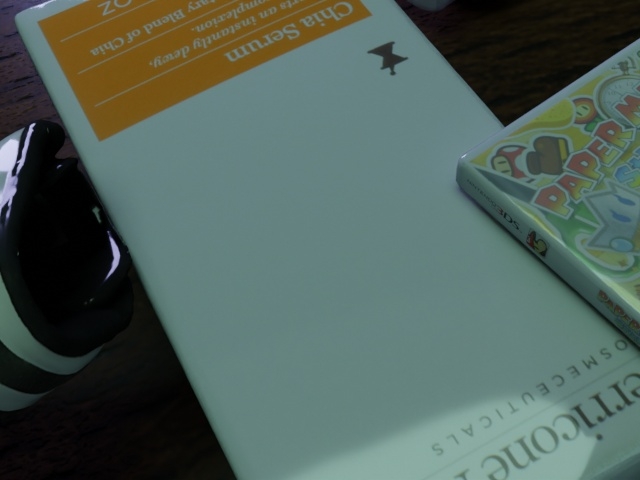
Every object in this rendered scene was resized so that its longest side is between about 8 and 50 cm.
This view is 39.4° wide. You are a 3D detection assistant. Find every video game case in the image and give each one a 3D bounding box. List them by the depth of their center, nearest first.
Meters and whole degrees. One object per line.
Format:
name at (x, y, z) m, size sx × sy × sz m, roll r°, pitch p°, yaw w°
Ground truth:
video game case at (0.222, -0.030, 0.458) m, size 0.227 × 0.026 × 0.206 m, roll -34°, pitch 60°, yaw -18°

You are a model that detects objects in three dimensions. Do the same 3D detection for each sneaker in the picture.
sneaker at (-0.243, 0.055, 0.494) m, size 0.257 × 0.169 × 0.447 m, roll -28°, pitch 16°, yaw -27°

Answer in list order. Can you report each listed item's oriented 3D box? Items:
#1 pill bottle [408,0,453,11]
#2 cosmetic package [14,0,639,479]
pill bottle at (0.153, -0.286, 0.756) m, size 0.215 × 0.117 × 0.117 m, roll -40°, pitch 61°, yaw -18°
cosmetic package at (0.000, 0.000, 0.568) m, size 0.230 × 0.161 × 0.453 m, roll -28°, pitch 59°, yaw -10°
